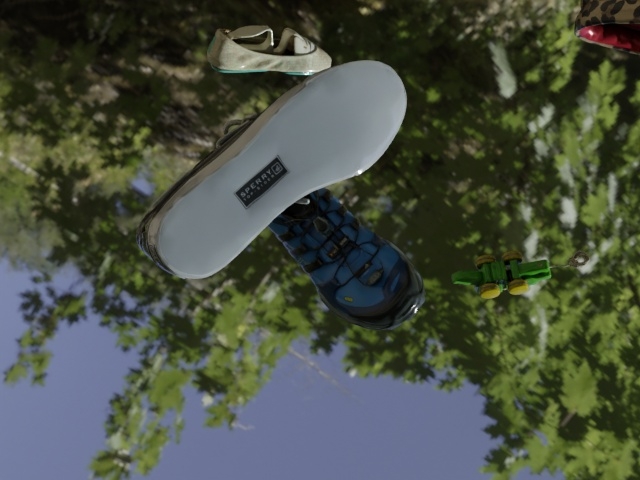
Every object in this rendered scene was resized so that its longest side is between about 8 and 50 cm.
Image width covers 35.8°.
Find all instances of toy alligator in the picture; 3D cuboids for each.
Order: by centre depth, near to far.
[{"bbox_3d":[0.280,0.049,1.387,0.190,0.051,0.056,-8,-119,7],"label":"toy alligator"}]

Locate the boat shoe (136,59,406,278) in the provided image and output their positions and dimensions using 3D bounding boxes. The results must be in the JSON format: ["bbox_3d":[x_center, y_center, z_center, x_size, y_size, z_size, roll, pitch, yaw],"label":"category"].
[{"bbox_3d":[-0.050,-0.076,0.988,0.306,0.113,0.105,-44,-155,-14],"label":"boat shoe"}]

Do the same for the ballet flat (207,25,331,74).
[{"bbox_3d":[-0.052,-0.223,1.157,0.057,0.168,0.052,50,-46,39],"label":"ballet flat"}]

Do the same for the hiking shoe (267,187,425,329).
[{"bbox_3d":[0.000,0.000,1.206,0.113,0.132,0.304,-49,-130,-1],"label":"hiking shoe"}]

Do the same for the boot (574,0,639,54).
[{"bbox_3d":[0.399,-0.284,0.809,0.377,0.138,0.284,15,-91,31],"label":"boot"}]
